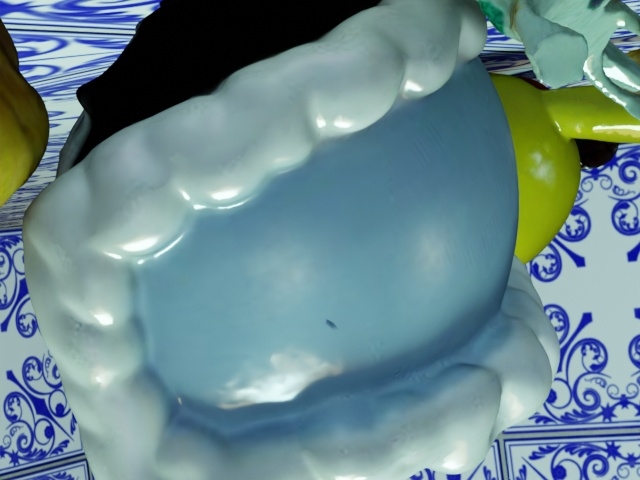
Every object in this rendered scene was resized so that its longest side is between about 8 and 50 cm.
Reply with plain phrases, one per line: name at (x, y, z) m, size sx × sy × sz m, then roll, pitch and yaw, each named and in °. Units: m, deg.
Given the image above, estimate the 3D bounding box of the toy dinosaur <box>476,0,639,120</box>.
toy dinosaur at (0.059, -0.086, 0.537) m, size 0.187 × 0.044 × 0.106 m, roll 25°, pitch -165°, yaw -30°

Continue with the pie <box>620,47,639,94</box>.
pie at (0.273, -0.103, 1.027) m, size 0.195 × 0.046 × 0.195 m, roll -13°, pitch -162°, yaw 4°

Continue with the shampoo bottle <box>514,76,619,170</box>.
shampoo bottle at (0.130, -0.074, 1.395) m, size 0.104 × 0.104 × 0.278 m, roll -7°, pitch 180°, yaw -32°

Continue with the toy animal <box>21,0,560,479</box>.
toy animal at (0.000, 0.000, 0.613) m, size 0.156 × 0.204 × 0.208 m, roll -11°, pitch -160°, yaw 16°

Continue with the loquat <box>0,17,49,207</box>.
loquat at (-0.152, -0.038, 0.542) m, size 0.137 × 0.113 × 0.137 m, roll -15°, pitch -160°, yaw 6°

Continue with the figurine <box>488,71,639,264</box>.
figurine at (0.077, -0.026, 1.225) m, size 0.218 × 0.169 × 0.327 m, roll -52°, pitch -166°, yaw -22°
